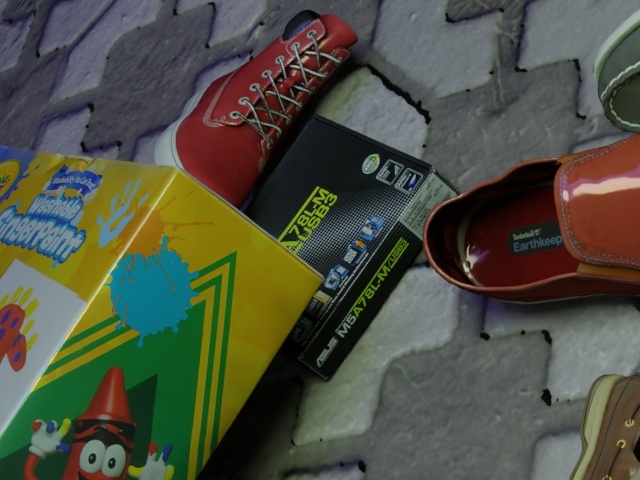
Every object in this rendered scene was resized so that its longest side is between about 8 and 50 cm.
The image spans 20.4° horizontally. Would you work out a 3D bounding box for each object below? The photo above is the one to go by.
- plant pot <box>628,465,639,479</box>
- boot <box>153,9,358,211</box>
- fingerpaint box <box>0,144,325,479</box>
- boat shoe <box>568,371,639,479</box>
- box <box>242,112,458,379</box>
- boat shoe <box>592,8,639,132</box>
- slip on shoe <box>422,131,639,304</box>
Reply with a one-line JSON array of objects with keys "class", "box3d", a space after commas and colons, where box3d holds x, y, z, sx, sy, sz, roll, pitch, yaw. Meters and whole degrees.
[{"class": "plant pot", "box3d": [0.230, 0.185, 1.052, 0.109, 0.109, 0.096, -17, 37, 38]}, {"class": "boot", "box3d": [-0.047, -0.116, 1.533, 0.176, 0.088, 0.244, -36, 19, 22]}, {"class": "fingerpaint box", "box3d": [-0.241, 0.120, 1.454, 0.371, 0.163, 0.445, -58, 26, -12]}, {"class": "boat shoe", "box3d": [0.197, 0.161, 1.132, 0.060, 0.064, 0.178, -15, 48, 40]}, {"class": "box", "box3d": [0.000, 0.000, 1.474, 0.191, 0.045, 0.184, -54, 39, -4]}, {"class": "boat shoe", "box3d": [0.320, -0.126, 1.202, 0.305, 0.109, 0.091, -15, 46, 32]}, {"class": "slip on shoe", "box3d": [0.207, -0.018, 1.207, 0.331, 0.101, 0.123, -13, 81, 42]}]
